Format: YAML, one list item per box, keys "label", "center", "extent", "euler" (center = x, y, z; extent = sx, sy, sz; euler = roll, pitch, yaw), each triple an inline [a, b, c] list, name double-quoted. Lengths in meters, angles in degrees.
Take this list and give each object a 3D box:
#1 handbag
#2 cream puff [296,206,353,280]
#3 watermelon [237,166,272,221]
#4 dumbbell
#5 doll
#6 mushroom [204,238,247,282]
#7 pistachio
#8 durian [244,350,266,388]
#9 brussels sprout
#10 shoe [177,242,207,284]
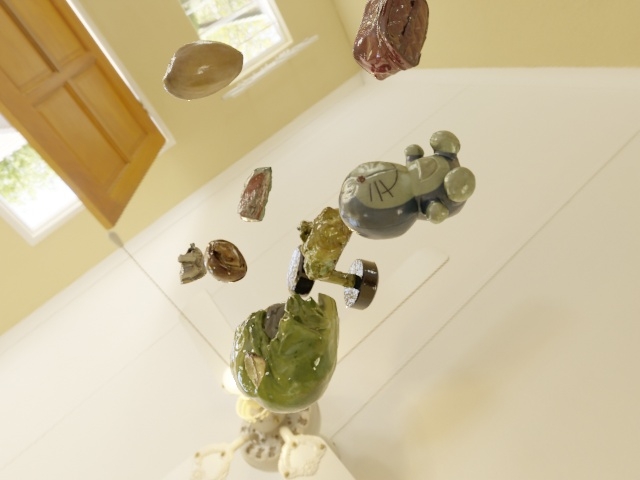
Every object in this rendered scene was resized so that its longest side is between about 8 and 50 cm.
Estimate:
- label: "handbag"
  center: [0.182, -0.525, 1.195]
  extent: [0.135, 0.146, 0.225]
  euler: [-8, -121, 50]
- label: "cream puff"
  center: [-0.001, 0.001, 1.642]
  extent: [0.282, 0.185, 0.282]
  euler: [-60, 178, -4]
- label: "watermelon"
  center: [-0.190, -0.114, 1.295]
  extent: [0.070, 0.187, 0.139]
  euler: [20, -144, 5]
- label: "dumbbell"
  center: [0.045, 0.145, 1.863]
  extent: [0.203, 0.322, 0.204]
  euler: [-166, -90, -76]
- label: "doll"
  center: [0.161, -0.100, 0.944]
  extent: [0.258, 0.154, 0.228]
  euler: [-9, -134, 3]
- label: "mushroom"
  center: [-0.232, 0.050, 1.186]
  extent: [0.087, 0.127, 0.127]
  euler: [-44, -155, 27]
- label: "pistachio"
  center: [-0.408, -0.590, 1.645]
  extent: [0.292, 0.182, 0.162]
  euler: [-31, -149, -23]
- label: "durian"
  center: [-0.166, 0.312, 1.173]
  extent: [0.052, 0.131, 0.066]
  euler: [4, -140, 6]
- label: "brussels sprout"
  center: [-0.107, 0.407, 1.653]
  extent: [0.425, 0.342, 0.361]
  euler: [-33, -121, 31]
- label: "shoe"
  center: [-0.437, 0.076, 1.625]
  extent: [0.088, 0.092, 0.180]
  euler: [-16, -159, 10]
